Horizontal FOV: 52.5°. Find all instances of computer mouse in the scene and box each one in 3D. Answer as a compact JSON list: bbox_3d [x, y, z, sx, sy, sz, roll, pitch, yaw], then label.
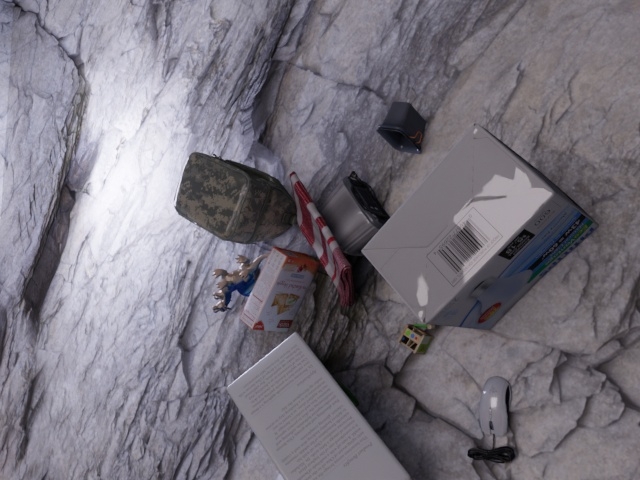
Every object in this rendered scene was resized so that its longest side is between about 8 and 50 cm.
[{"bbox_3d":[0.390,0.406,1.476,0.106,0.042,0.193,-2,80,38],"label":"computer mouse"}]

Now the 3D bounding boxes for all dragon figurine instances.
[{"bbox_3d":[-0.230,0.115,1.973,0.289,0.144,0.085,-32,60,7],"label":"dragon figurine"}]

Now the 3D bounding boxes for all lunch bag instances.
[{"bbox_3d":[-0.247,-0.121,1.928,0.305,0.256,0.213,25,98,36],"label":"lunch bag"}]

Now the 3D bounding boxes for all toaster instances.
[{"bbox_3d":[0.087,-0.065,1.745,0.146,0.129,0.227,-45,60,24],"label":"toaster"}]

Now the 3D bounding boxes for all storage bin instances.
[{"bbox_3d":[0.223,-0.297,1.693,0.098,0.135,0.091,14,80,38],"label":"storage bin"}]

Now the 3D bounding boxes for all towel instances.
[{"bbox_3d":[0.000,0.000,1.746,0.037,0.237,0.329,-25,61,-9],"label":"towel"}]

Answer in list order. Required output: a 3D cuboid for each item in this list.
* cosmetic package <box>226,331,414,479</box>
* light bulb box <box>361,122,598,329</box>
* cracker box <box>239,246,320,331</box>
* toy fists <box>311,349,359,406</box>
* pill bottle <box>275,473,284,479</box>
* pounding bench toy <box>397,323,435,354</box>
[{"bbox_3d":[-0.001,0.467,1.540,0.230,0.161,0.453,-38,55,-6],"label":"cosmetic package"},{"bbox_3d":[0.348,-0.008,1.390,0.358,0.361,0.225,-49,58,19],"label":"light bulb box"},{"bbox_3d":[-0.113,0.142,1.836,0.067,0.155,0.232,33,102,36],"label":"cracker box"},{"bbox_3d":[-0.020,0.408,1.753,0.142,0.096,0.279,-47,56,1],"label":"toy fists"},{"bbox_3d":[-0.024,0.693,1.642,0.181,0.181,0.323,-11,75,35],"label":"pill bottle"},{"bbox_3d":[0.241,0.231,1.617,0.065,0.052,0.083,33,101,37],"label":"pounding bench toy"}]
